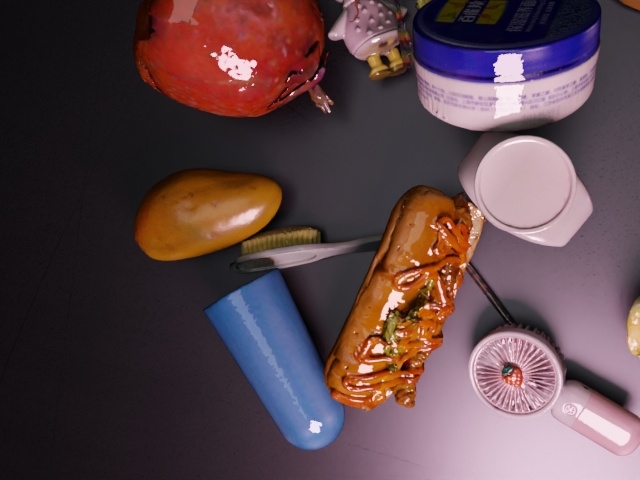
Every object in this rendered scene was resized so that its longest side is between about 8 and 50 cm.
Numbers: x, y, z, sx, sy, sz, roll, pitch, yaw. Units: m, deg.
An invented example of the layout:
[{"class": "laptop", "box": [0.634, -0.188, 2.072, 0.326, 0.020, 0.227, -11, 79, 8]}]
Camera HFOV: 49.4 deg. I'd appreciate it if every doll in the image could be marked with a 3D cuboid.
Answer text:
[{"class": "doll", "box": [0.063, -0.337, 1.027, 0.129, 0.081, 0.207, -21, 83, -12]}]

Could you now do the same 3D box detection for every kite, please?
[{"class": "kite", "box": [0.104, -0.359, 0.997, 0.198, 0.006, 0.244, 0, 76, -15]}]

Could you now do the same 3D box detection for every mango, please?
[{"class": "mango", "box": [-0.181, -0.050, 1.096, 0.254, 0.113, 0.138, -16, 77, 14]}]

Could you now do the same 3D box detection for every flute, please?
[{"class": "flute", "box": [0.286, 0.132, 1.014, 0.014, 0.014, 0.269, -38, 82, 15]}]

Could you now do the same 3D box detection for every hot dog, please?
[{"class": "hot dog", "box": [0.127, 0.091, 0.980, 0.117, 0.158, 0.348, 33, 104, 42]}]

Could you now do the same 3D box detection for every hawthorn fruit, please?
[{"class": "hawthorn fruit", "box": [-0.103, -0.288, 0.999, 0.308, 0.276, 0.276, 32, 101, -9]}]

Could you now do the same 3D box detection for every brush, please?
[{"class": "brush", "box": [0.000, 0.000, 1.078, 0.297, 0.068, 0.060, -9, 68, 13]}]

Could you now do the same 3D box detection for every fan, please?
[{"class": "fan", "box": [0.323, 0.209, 0.960, 0.244, 0.074, 0.130, 30, 113, 18]}]

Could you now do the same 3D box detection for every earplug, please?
[{"class": "earplug", "box": [-0.056, 0.192, 1.066, 0.133, 0.132, 0.272, -30, 87, 16]}]

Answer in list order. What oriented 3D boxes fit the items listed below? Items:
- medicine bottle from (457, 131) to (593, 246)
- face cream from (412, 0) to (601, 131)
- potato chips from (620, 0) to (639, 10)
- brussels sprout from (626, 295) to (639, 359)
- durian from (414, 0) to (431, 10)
[{"class": "medicine bottle", "box": [0.253, -0.064, 0.869, 0.161, 0.296, 0.111, 38, 103, 13]}, {"class": "face cream", "box": [0.211, -0.213, 0.803, 0.206, 0.205, 0.111, 5, 128, 17]}, {"class": "potato chips", "box": [0.456, -0.408, 0.919, 0.196, 0.062, 0.207, -10, 91, 19]}, {"class": "brussels sprout", "box": [0.485, 0.111, 0.902, 0.149, 0.122, 0.151, 49, 139, 15]}, {"class": "durian", "box": [0.176, -0.430, 0.897, 0.198, 0.163, 0.393, -5, 102, 24]}]
